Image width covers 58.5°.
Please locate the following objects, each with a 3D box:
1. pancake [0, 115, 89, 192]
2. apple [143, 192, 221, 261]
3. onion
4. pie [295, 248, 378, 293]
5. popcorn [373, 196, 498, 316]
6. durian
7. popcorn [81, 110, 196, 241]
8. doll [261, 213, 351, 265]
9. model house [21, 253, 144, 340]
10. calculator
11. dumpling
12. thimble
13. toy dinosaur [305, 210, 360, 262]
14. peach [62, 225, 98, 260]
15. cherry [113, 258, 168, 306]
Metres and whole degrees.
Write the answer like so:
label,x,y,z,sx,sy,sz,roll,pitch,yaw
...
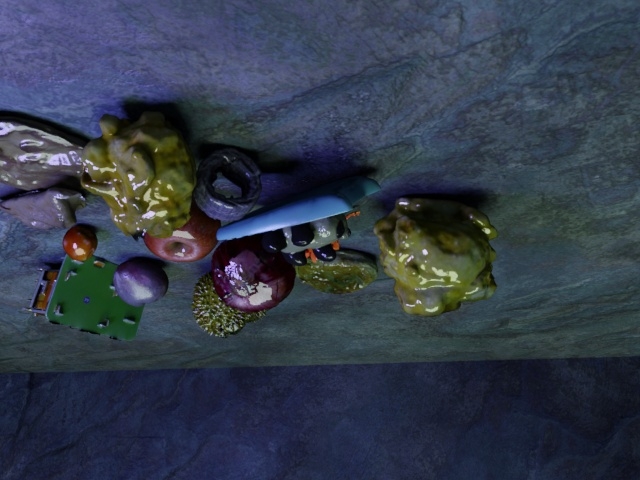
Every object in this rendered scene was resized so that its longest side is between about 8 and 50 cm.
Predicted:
label,x,y,z,sx,sy,sz,roll,pitch,yaw
pancake,-0.631,-0.180,1.252,0.294,0.049,0.294,-3,157,-1
apple,-0.350,-0.039,1.438,0.201,0.162,0.201,-4,145,-3
onion,-0.197,0.085,1.674,0.252,0.219,0.252,4,123,6
pie,0.048,0.104,1.838,0.277,0.078,0.277,-1,154,0
popcorn,0.284,0.032,1.449,0.312,0.312,0.312,0,156,0
durian,-0.305,0.194,1.895,0.291,0.225,0.291,-25,-178,1
popcorn,-0.358,-0.133,1.164,0.252,0.215,0.286,41,145,1
doll,-0.036,-0.020,1.463,0.234,0.135,0.143,-6,155,35
model house,-0.803,0.182,1.933,0.312,0.242,0.357,3,163,39
calculator,-0.067,-0.070,1.329,0.386,0.054,0.256,-15,-169,30
dumpling,-0.669,-0.068,1.412,0.332,0.086,0.166,-2,169,37
thimble,-0.205,-0.121,1.257,0.150,0.150,0.098,9,158,-17
toy dinosaur,0.000,0.000,1.559,0.288,0.117,0.070,-16,150,38
peach,-0.680,0.011,1.615,0.100,0.101,0.101,0,156,0
cherry,-0.584,0.132,1.843,0.176,0.140,0.176,5,133,6
